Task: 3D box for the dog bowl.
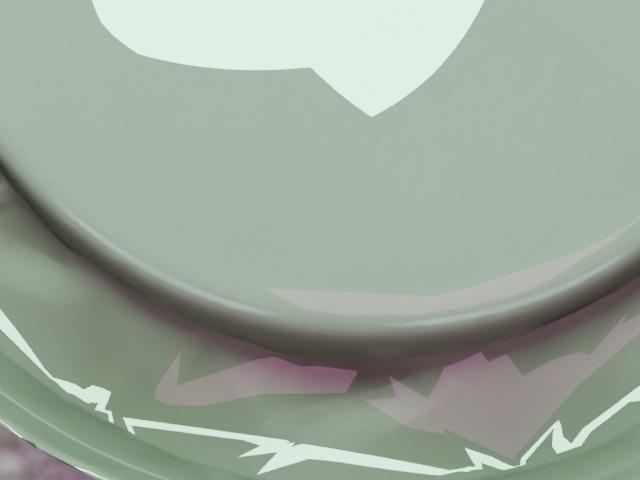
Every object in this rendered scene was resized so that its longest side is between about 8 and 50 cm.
[{"bbox_3d":[0.014,-0.092,0.377,0.348,0.102,0.349,0,80,0],"label":"dog bowl"}]
